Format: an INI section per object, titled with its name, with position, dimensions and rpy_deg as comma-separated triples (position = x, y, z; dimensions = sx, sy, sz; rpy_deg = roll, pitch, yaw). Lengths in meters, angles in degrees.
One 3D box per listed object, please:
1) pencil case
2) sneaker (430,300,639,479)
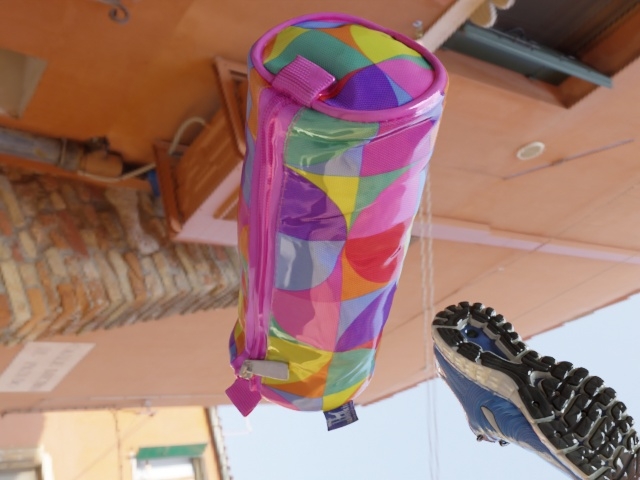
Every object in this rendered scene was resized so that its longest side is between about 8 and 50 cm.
[pencil case]
position = 0.000, 0.000, 0.419
dimensions = 0.104, 0.104, 0.236
rpy_deg = -124, -148, -42
[sneaker]
position = 0.282, 0.225, 1.026
dimensions = 0.330, 0.130, 0.147
rpy_deg = 42, -32, 35
